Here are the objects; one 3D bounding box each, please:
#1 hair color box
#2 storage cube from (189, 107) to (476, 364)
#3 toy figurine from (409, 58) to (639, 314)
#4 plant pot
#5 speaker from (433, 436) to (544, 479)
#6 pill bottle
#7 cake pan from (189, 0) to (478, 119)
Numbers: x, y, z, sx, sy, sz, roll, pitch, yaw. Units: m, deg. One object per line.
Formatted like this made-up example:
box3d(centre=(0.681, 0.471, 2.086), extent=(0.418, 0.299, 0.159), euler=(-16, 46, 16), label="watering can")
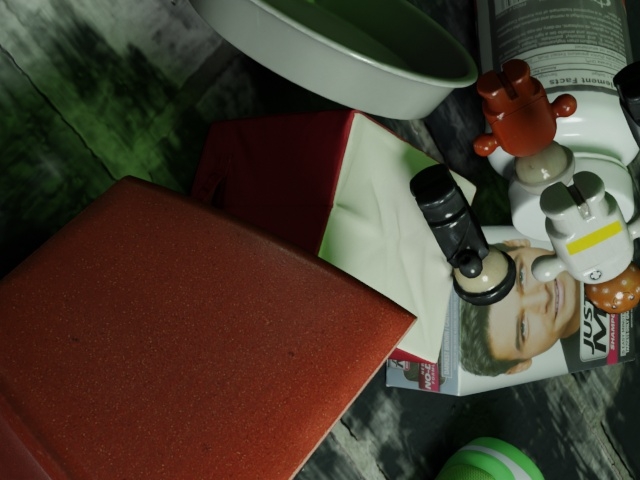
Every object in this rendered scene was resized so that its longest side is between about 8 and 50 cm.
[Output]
box3d(centre=(0.243, 0.071, 1.245), extent=(0.374, 0.114, 0.185), euler=(-2, 92, -43), label="hair color box")
box3d(centre=(0.000, 0.000, 0.953), extent=(0.215, 0.193, 0.183), euler=(27, 72, -42), label="storage cube")
box3d(centre=(0.207, -0.042, 0.876), extent=(0.213, 0.209, 0.148), euler=(-56, 132, -27), label="toy figurine")
box3d(centre=(-0.132, 0.115, 0.770), extent=(0.236, 0.267, 0.267), euler=(41, 57, 4), label="plant pot")
box3d(centre=(0.134, 0.356, 1.135), extent=(0.296, 0.131, 0.131), euler=(-43, 119, -35), label="speaker")
box3d(centre=(0.271, -0.168, 1.165), extent=(0.176, 0.176, 0.318), euler=(24, 56, -42), label="pill bottle")
box3d(centre=(0.003, -0.200, 0.923), extent=(0.293, 0.293, 0.054), euler=(3, 125, -44), label="cake pan")
